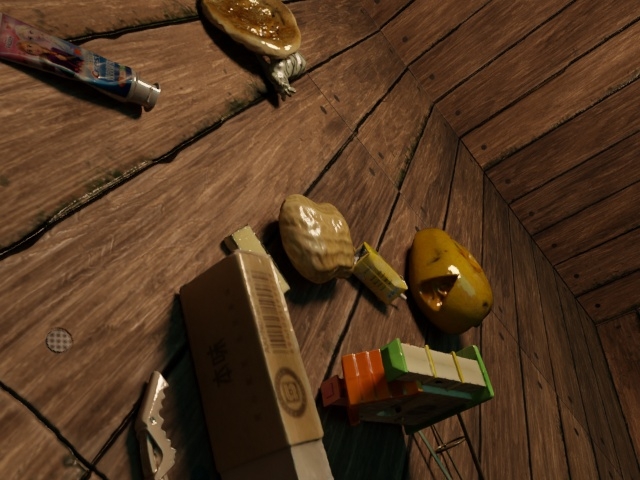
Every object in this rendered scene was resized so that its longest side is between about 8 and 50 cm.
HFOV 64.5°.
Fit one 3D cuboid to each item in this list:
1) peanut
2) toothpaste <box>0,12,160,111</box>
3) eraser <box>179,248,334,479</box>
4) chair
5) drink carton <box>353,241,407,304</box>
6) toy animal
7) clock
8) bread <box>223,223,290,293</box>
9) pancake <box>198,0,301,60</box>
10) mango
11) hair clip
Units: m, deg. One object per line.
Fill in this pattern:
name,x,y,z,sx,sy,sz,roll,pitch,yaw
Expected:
peanut,0.000,0.000,1.074,0.233,0.110,0.196,4,59,-52
toothpaste,-0.398,-0.286,0.832,0.266,0.061,0.096,16,50,-41
eraser,-0.098,0.193,0.708,0.078,0.144,0.343,15,49,-52
chair,0.284,0.471,1.063,0.095,0.104,0.221,-17,70,-33
drink carton,0.152,0.098,1.233,0.200,0.084,0.074,43,9,-21
toy animal,-0.126,-0.490,1.395,0.170,0.090,0.255,37,43,-18
clock,0.145,0.263,0.935,0.255,0.220,0.106,21,44,-35
bread,-0.117,0.044,0.941,0.153,0.028,0.068,56,30,-3
pancake,-0.179,-0.586,1.347,0.283,0.049,0.282,15,49,-18
mango,0.351,0.103,1.441,0.253,0.182,0.364,32,26,-31
hair clip,-0.197,0.266,0.602,0.072,0.034,0.225,12,51,-50
